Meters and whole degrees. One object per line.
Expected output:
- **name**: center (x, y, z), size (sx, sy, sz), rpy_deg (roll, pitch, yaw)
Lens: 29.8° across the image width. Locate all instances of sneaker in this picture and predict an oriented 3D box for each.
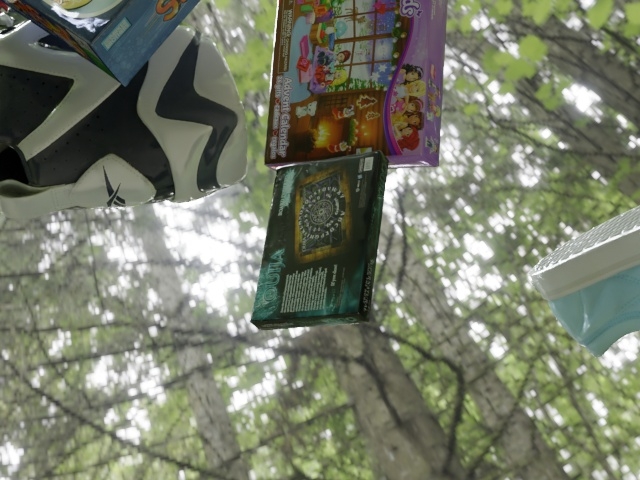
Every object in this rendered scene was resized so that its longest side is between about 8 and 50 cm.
- **sneaker**: center (0.393, 0.021, 1.215), size (0.366, 0.135, 0.150), rpy_deg (-27, -81, 46)
- **sneaker**: center (-0.147, -0.100, 0.615), size (0.153, 0.235, 0.094), rpy_deg (-19, -27, -16)

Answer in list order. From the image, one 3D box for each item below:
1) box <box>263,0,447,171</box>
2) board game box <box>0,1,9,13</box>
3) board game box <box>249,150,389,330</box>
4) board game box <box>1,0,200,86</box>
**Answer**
- **box**: center (0.043, -0.226, 1.395), size (0.201, 0.293, 0.057), rpy_deg (-2, -13, 27)
- **board game box**: center (-0.243, -0.158, 0.912), size (0.194, 0.060, 0.194), rpy_deg (-35, -82, 31)
- **board game box**: center (0.000, 0.000, 1.231), size (0.126, 0.186, 0.026), rpy_deg (-6, -30, 28)
- **board game box**: center (-0.073, -0.181, 0.553), size (0.201, 0.136, 0.035), rpy_deg (-51, -30, -9)
